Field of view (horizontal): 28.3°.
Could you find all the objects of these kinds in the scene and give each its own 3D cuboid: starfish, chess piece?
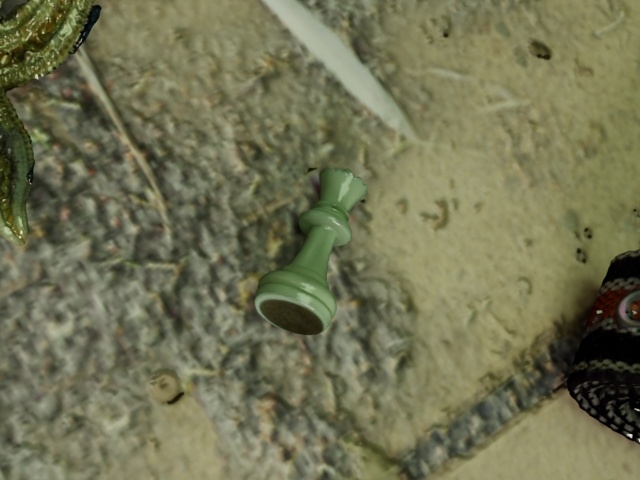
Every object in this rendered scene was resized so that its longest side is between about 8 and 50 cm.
[{"bbox_3d":[-0.191,-0.093,0.588,0.175,0.053,0.208,27,64,-14],"label":"starfish"},{"bbox_3d":[0.000,0.000,0.656,0.042,0.042,0.093,29,62,-14],"label":"chess piece"}]

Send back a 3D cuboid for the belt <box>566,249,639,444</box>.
[{"bbox_3d":[0.302,0.126,0.708,0.359,0.126,0.094,29,76,-4],"label":"belt"}]
